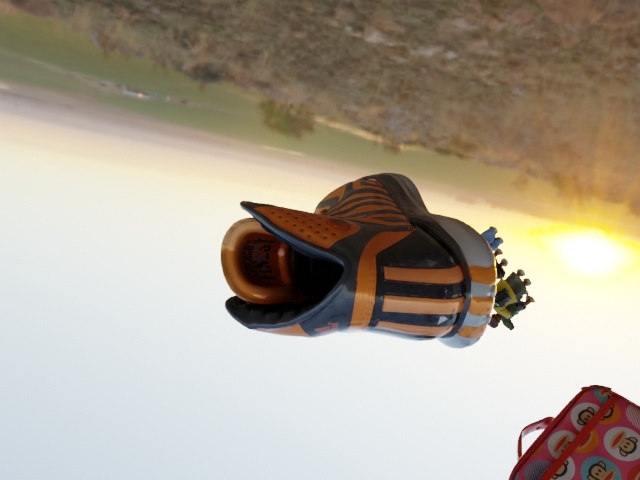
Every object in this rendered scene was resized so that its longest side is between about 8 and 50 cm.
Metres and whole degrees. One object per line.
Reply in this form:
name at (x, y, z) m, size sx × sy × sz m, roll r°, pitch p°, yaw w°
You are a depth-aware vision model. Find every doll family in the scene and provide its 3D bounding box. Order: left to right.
doll family at (0.289, 0.068, 1.356) m, size 0.111 × 0.193 × 0.076 m, roll -32°, pitch 174°, yaw -14°

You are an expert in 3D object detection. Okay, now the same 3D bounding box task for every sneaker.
sneaker at (0.000, 0.000, 0.669) m, size 0.180 × 0.125 × 0.321 m, roll 5°, pitch -173°, yaw -17°

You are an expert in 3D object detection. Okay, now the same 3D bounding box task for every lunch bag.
lunch bag at (0.459, 0.395, 1.348) m, size 0.258 × 0.120 × 0.293 m, roll 33°, pitch -120°, yaw 33°
